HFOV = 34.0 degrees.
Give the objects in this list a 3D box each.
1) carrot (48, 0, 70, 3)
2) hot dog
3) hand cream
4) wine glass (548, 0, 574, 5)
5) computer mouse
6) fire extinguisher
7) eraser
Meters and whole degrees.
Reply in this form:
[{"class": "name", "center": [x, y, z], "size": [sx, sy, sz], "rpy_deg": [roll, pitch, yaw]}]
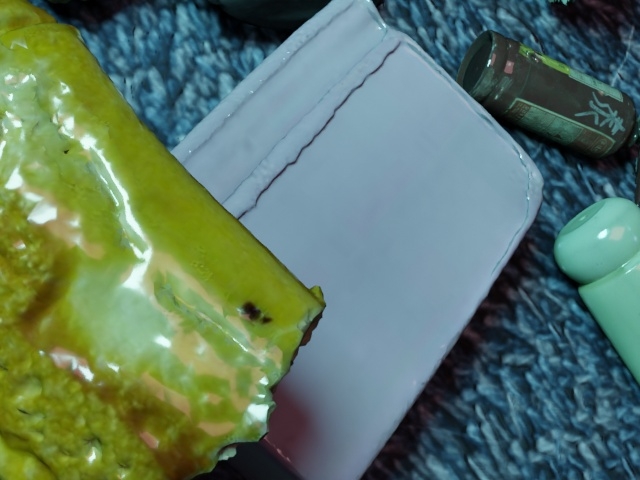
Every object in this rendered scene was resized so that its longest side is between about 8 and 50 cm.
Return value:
[{"class": "carrot", "center": [-0.258, -0.333, 0.860], "size": [0.139, 0.139, 0.302], "rpy_deg": [-38, 90, -29]}, {"class": "hot dog", "center": [-0.239, 0.035, 0.648], "size": [0.367, 0.196, 0.365], "rpy_deg": [-41, 96, 16]}, {"class": "hand cream", "center": [0.341, 0.097, 0.995], "size": [0.147, 0.093, 0.306], "rpy_deg": [-39, 95, -5]}, {"class": "wine glass", "center": [0.140, -0.372, 1.013], "size": [0.357, 0.190, 0.190], "rpy_deg": [26, 64, -13]}, {"class": "computer mouse", "center": [-0.037, -0.251, 0.958], "size": [0.217, 0.073, 0.122], "rpy_deg": [-14, 81, -33]}, {"class": "fire extinguisher", "center": [0.252, -0.111, 1.042], "size": [0.252, 0.075, 0.106], "rpy_deg": [22, 93, -17]}, {"class": "eraser", "center": [0.000, 0.000, 0.861], "size": [0.272, 0.122, 0.359], "rpy_deg": [43, 62, -4]}]
